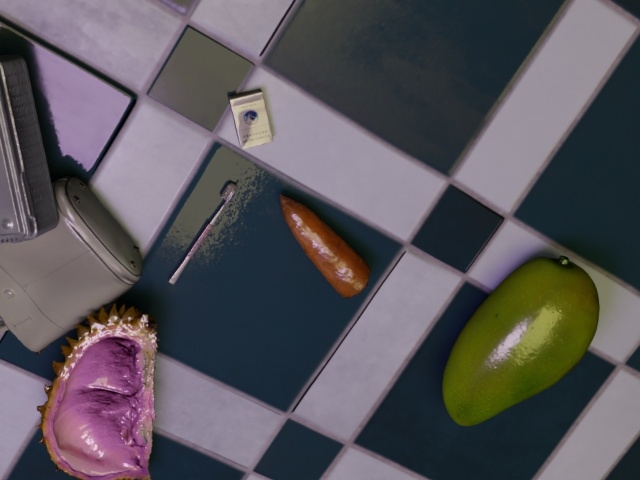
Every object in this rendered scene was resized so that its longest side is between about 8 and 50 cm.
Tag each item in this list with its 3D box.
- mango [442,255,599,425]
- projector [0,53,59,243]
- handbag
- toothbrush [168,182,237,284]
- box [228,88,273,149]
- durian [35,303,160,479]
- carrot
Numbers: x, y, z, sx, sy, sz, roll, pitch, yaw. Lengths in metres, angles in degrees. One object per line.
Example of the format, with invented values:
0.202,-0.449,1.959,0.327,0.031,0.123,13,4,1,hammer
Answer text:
0.336,0.181,1.772,0.192,0.156,0.343,36,105,-13,mango
-0.495,-0.121,1.465,0.191,0.099,0.257,-5,104,15,projector
-0.451,0.050,1.618,0.315,0.109,0.241,-29,114,16,handbag
-0.188,-0.011,1.665,0.017,0.014,0.194,28,104,-20,toothbrush
-0.107,-0.187,1.606,0.054,0.024,0.083,-14,114,-4,box
-0.356,0.243,1.675,0.191,0.112,0.341,1,117,-9,durian
0.000,0.000,1.680,0.072,0.072,0.205,-38,111,5,carrot
